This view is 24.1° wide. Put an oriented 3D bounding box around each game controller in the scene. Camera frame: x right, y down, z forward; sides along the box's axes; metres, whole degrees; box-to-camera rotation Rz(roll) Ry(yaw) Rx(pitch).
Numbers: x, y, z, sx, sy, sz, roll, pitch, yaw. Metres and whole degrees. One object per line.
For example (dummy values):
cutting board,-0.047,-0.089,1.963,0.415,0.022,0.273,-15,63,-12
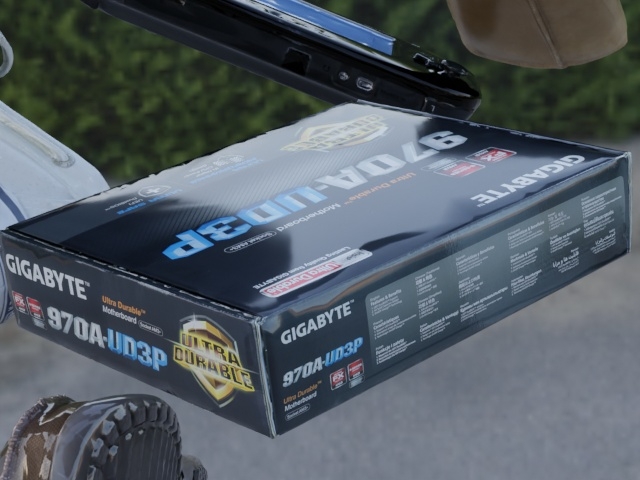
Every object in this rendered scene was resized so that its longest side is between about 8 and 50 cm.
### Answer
game controller,-0.032,-0.163,1.107,0.319,0.067,0.166,22,23,-3

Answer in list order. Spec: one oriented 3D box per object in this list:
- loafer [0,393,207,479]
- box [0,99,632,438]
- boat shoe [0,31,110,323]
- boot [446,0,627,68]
loafer,-0.156,0.177,0.952,0.130,0.134,0.366,6,-18,3
box,0.000,0.000,0.652,0.220,0.051,0.175,-23,27,-37
boat shoe,-0.263,-0.084,0.935,0.367,0.136,0.156,29,40,30
boot,0.184,-0.203,1.029,0.236,0.089,0.269,14,-16,22
